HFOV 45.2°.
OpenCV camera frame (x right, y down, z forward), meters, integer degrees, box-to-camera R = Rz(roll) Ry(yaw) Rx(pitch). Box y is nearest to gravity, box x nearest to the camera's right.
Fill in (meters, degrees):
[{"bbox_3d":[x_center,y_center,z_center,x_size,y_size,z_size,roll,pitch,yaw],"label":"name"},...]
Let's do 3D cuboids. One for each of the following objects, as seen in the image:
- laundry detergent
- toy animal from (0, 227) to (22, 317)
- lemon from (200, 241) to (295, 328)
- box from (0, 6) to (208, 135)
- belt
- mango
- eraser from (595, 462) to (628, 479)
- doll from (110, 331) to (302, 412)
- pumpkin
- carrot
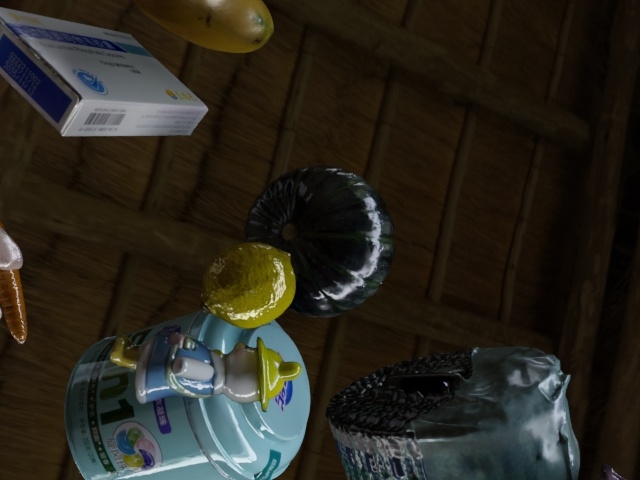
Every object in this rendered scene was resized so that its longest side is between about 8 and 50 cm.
[{"bbox_3d":[-0.190,0.254,1.218,0.305,0.287,0.287,-19,-108,25],"label":"laundry detergent"},{"bbox_3d":[-0.400,0.047,0.590,0.213,0.256,0.195,37,-61,-4],"label":"toy animal"},{"bbox_3d":[-0.091,0.056,0.963,0.133,0.109,0.109,-28,-109,-18],"label":"lemon"},{"bbox_3d":[-0.331,-0.244,1.156,0.200,0.343,0.065,44,-71,9],"label":"box"},{"bbox_3d":[0.134,0.198,0.771,0.258,0.207,0.149,-12,-80,47],"label":"belt"},{"bbox_3d":[-0.219,-0.447,1.386,0.211,0.317,0.172,16,-101,43],"label":"mango"},{"bbox_3d":[0.339,0.342,0.584,0.359,0.272,0.122,35,-85,22],"label":"eraser"},{"bbox_3d":[-0.145,0.168,0.988,0.241,0.135,0.098,3,-137,-5],"label":"doll"},{"bbox_3d":[0.000,0.000,1.230,0.250,0.216,0.249,2,-85,17],"label":"pumpkin"},{"bbox_3d":[-0.572,0.053,1.382,0.062,0.066,0.271,-24,-71,-26],"label":"carrot"}]
